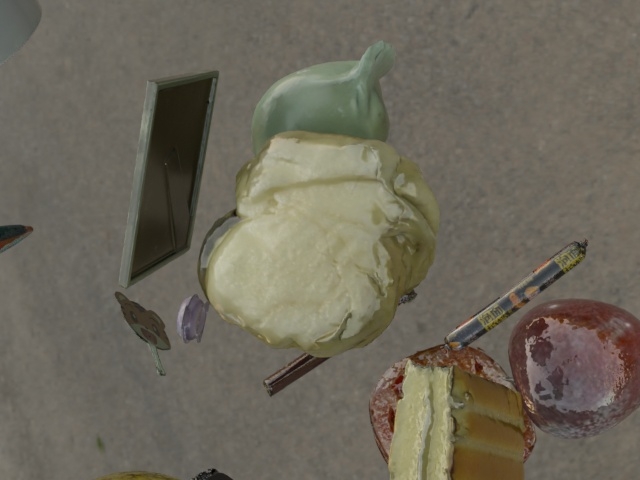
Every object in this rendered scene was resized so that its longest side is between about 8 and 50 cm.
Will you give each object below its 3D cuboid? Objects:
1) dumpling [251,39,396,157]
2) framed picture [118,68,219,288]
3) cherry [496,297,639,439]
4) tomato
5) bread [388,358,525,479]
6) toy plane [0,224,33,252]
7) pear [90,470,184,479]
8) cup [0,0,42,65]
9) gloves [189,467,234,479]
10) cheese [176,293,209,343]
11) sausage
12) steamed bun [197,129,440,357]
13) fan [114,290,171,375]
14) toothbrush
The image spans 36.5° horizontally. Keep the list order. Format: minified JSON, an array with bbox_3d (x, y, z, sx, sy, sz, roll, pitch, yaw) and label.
[{"bbox_3d":[0.011,-0.193,1.698,0.320,0.270,0.212,-13,82,27],"label":"dumpling"},{"bbox_3d":[-0.237,-0.104,1.533,0.020,0.240,0.324,16,109,12],"label":"framed picture"},{"bbox_3d":[0.431,0.219,1.660,0.285,0.213,0.236,-13,100,29],"label":"cherry"},{"bbox_3d":[0.258,0.386,1.982,0.338,0.338,0.144,49,160,33],"label":"tomato"},{"bbox_3d":[0.180,0.292,1.282,0.111,0.246,0.239,-5,73,32],"label":"bread"},{"bbox_3d":[-0.463,0.020,1.015,0.223,0.326,0.104,27,134,51],"label":"toy plane"},{"bbox_3d":[-0.160,0.282,0.781,0.197,0.197,0.197,7,100,48],"label":"pear"},{"bbox_3d":[-0.156,-0.117,0.334,0.104,0.074,0.116,52,174,50],"label":"cup"},{"bbox_3d":[-0.187,0.429,1.415,0.180,0.106,0.129,-39,107,25],"label":"gloves"},{"bbox_3d":[-0.263,0.165,2.018,0.042,0.191,0.105,11,82,9],"label":"cheese"},{"bbox_3d":[0.209,0.062,1.051,0.198,0.028,0.025,-38,56,10],"label":"sausage"},{"bbox_3d":[0.005,-0.001,1.472,0.324,0.230,0.372,28,107,11],"label":"steamed bun"},{"bbox_3d":[-0.348,0.198,1.979,0.008,0.152,0.227,-41,44,10],"label":"fan"},{"bbox_3d":[0.042,0.195,1.915,0.041,0.364,0.041,50,161,24],"label":"toothbrush"}]
